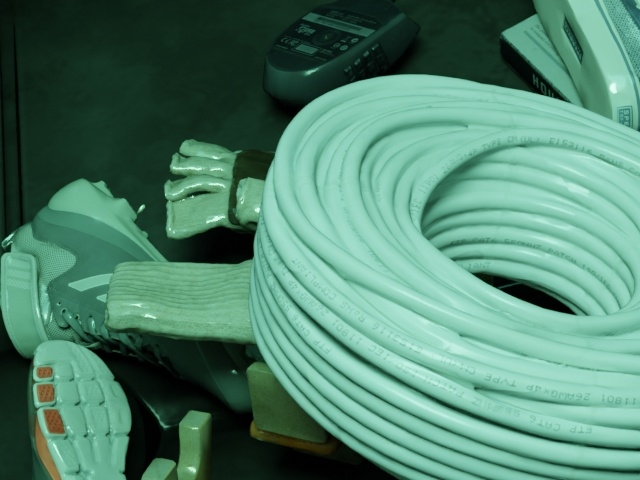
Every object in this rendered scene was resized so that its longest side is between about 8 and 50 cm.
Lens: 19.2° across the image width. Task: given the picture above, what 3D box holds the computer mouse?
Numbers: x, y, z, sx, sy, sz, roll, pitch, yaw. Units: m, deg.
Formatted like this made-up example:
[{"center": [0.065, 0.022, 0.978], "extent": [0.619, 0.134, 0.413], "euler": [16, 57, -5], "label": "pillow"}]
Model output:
[{"center": [0.057, -0.150, 1.227], "extent": [0.242, 0.041, 0.071], "euler": [-36, 38, -26], "label": "computer mouse"}]

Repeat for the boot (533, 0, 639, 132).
[{"center": [0.185, -0.142, 1.147], "extent": [0.086, 0.069, 0.190], "euler": [-12, 59, -9], "label": "boot"}]

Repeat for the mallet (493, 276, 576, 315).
[{"center": [0.144, 0.086, 1.019], "extent": [0.062, 0.039, 0.189], "euler": [-19, 55, -2], "label": "mallet"}]

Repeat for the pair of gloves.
[{"center": [0.000, 0.000, 1.024], "extent": [0.204, 0.042, 0.240], "euler": [6, 22, 6], "label": "pair of gloves"}]

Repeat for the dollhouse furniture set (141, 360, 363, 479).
[{"center": [0.038, 0.173, 0.891], "extent": [0.259, 0.135, 0.262], "euler": [10, 33, 20], "label": "dollhouse furniture set"}]

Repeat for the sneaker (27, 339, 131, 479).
[{"center": [-0.136, 0.127, 1.001], "extent": [0.061, 0.065, 0.158], "euler": [14, 47, -37], "label": "sneaker"}]

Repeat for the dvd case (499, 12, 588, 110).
[{"center": [0.259, -0.123, 1.174], "extent": [0.239, 0.029, 0.179], "euler": [-29, 53, -14], "label": "dvd case"}]

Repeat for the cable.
[{"center": [0.093, 0.021, 0.874], "extent": [0.257, 0.089, 0.257], "euler": [4, 36, -16], "label": "cable"}]

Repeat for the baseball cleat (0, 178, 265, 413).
[{"center": [-0.111, 0.050, 1.073], "extent": [0.109, 0.072, 0.206], "euler": [-39, 49, -8], "label": "baseball cleat"}]
